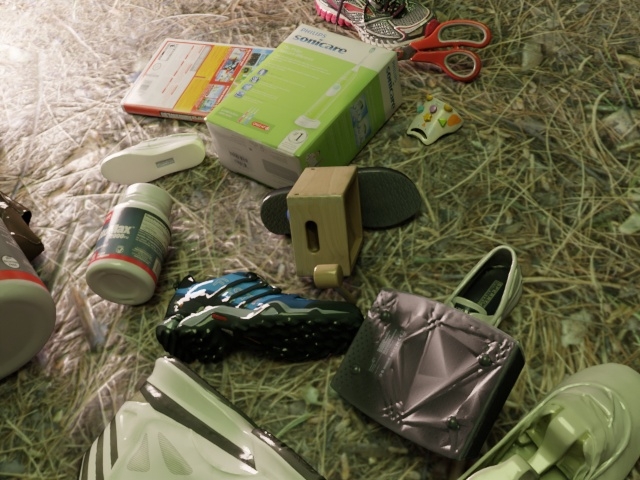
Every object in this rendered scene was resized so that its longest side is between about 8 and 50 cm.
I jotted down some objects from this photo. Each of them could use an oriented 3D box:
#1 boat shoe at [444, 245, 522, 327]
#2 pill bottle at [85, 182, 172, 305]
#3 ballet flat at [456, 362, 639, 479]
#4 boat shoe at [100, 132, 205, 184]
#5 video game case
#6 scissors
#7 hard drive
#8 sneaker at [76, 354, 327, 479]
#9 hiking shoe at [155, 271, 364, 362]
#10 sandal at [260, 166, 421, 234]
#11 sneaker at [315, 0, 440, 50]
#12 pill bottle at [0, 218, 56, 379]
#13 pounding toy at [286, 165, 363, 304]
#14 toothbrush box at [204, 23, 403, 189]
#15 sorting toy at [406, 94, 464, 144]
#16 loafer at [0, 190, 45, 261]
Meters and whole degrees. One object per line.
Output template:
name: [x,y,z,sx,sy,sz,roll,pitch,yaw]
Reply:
boat shoe: [0.195,0.110,1.199,0.095,0.084,0.258,19,57,26]
pill bottle: [-0.295,0.002,1.388,0.108,0.108,0.180,-1,50,12]
ballet flat: [0.254,0.266,1.024,0.400,0.139,0.139,-35,52,-17]
boat shoe: [-0.296,-0.151,1.549,0.184,0.066,0.063,-18,35,0]
video game case: [-0.215,-0.304,1.681,0.285,0.025,0.204,10,53,21]
scissors: [0.161,-0.352,1.602,0.297,0.021,0.109,8,98,22]
hard drive: [0.133,0.165,1.111,0.255,0.054,0.172,20,79,53]
sneaker: [-0.130,0.346,1.054,0.448,0.169,0.257,28,70,40]
hiking shoe: [-0.086,0.093,1.259,0.304,0.113,0.132,-1,51,12]
sandal: [0.031,-0.069,1.389,0.255,0.097,0.054,-4,23,8]
sneaker: [0.093,-0.451,1.676,0.299,0.112,0.121,31,62,31]
pill bottle: [-0.572,0.031,1.331,0.210,0.210,0.363,-34,60,-16]
pounding toy: [0.000,0.011,1.280,0.094,0.181,0.206,-1,24,13]
toothbrush box: [-0.023,-0.223,1.505,0.206,0.122,0.283,23,60,29]
sorting toy: [0.186,-0.201,1.498,0.083,0.045,0.075,35,84,34]
loafer: [-0.536,-0.033,1.505,0.078,0.080,0.220,-16,55,-32]
